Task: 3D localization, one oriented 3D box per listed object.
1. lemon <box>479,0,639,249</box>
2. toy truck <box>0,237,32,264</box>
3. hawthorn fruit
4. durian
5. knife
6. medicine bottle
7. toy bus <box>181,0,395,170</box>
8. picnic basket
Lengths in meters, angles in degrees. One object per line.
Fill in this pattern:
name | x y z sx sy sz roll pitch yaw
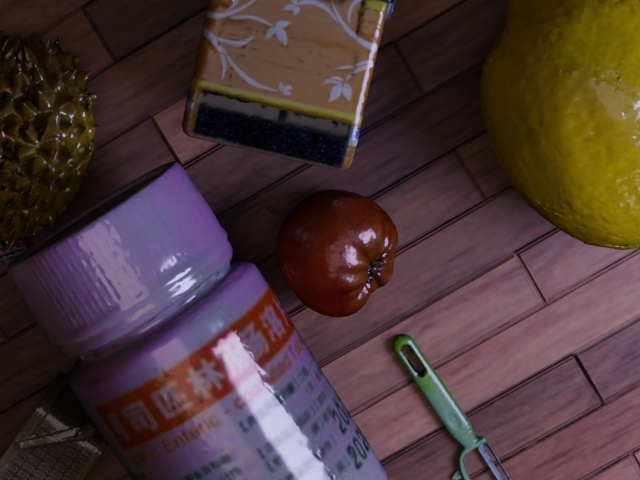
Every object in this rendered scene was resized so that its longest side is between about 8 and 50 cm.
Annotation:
lemon | 0.269 -0.119 1.346 0.263 0.236 0.236 30 100 -35
toy truck | -0.337 0.013 1.472 0.083 0.024 0.032 -19 129 0
hawthorn fruit | 0.010 0.007 1.423 0.140 0.125 0.125 32 99 -7
durian | -0.327 -0.096 1.394 0.183 0.138 0.250 32 93 30
knife | 0.131 0.189 1.510 0.054 0.015 0.212 -31 100 13
medicine bottle | -0.117 0.134 1.396 0.219 0.219 0.388 -30 98 5
toy bus | -0.025 -0.181 1.287 0.162 0.323 0.194 12 102 -2
picnic basket | -0.282 0.226 1.464 0.079 0.115 0.164 35 99 -7
